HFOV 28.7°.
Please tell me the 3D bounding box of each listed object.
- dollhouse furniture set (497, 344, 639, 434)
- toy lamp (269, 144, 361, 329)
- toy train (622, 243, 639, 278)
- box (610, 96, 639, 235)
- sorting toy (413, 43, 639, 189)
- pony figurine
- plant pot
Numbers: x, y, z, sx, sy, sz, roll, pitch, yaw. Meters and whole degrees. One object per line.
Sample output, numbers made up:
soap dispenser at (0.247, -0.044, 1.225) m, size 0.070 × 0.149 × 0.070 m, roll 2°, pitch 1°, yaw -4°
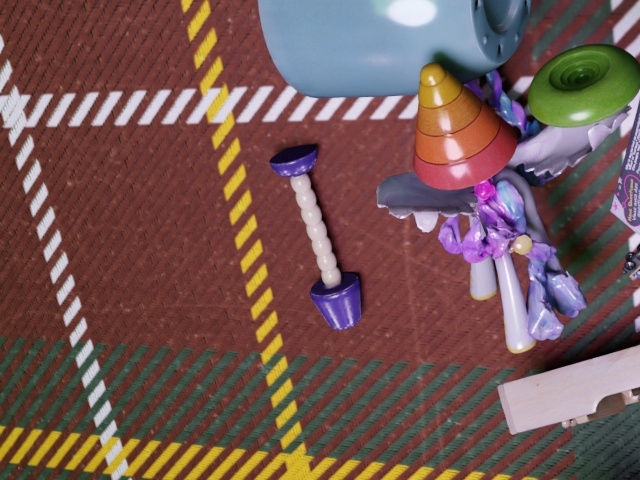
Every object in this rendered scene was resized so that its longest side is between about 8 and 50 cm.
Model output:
dollhouse furniture set at (0.431, 0.344, 1.644) m, size 0.256 × 0.362 × 0.394 m, roll -22°, pitch 77°, yaw 34°
toy lamp at (0.000, 0.000, 1.805) m, size 0.080 × 0.080 × 0.274 m, roll -5°, pitch 112°, yaw 27°
toy train at (0.453, -0.002, 1.627) m, size 0.036 × 0.027 × 0.158 m, roll 34°, pitch 126°, yaw -10°
box at (0.480, -0.081, 1.422) m, size 0.142 × 0.247 × 0.163 m, roll -128°, pitch 37°, yaw -48°
sorting toy at (0.247, -0.194, 1.342) m, size 0.365 × 0.127 × 0.126 m, roll -27°, pitch 126°, yaw 3°
pony figurine at (0.216, -0.056, 1.534) m, size 0.303 × 0.351 × 0.363 m, roll -20°, pitch 111°, yaw -1°
plant pot at (0.104, -0.298, 1.430) m, size 0.235 × 0.293 × 0.293 m, roll 10°, pitch 121°, yaw 31°
